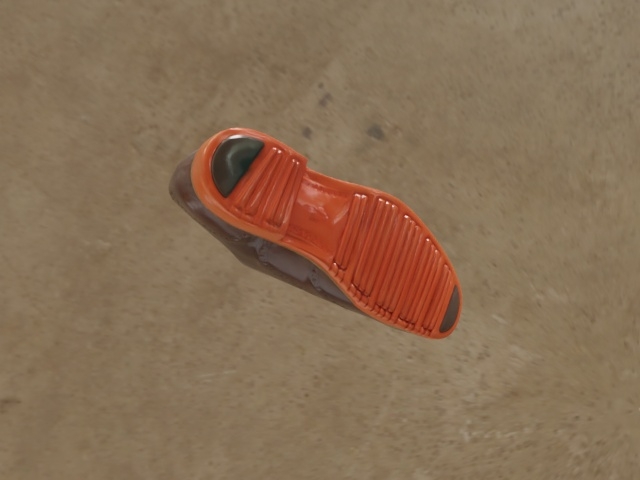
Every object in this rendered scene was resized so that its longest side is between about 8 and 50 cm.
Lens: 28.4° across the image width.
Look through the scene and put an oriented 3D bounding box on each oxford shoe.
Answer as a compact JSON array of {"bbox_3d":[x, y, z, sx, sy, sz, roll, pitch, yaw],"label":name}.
[{"bbox_3d":[0.000,0.000,1.037,0.271,0.098,0.096,34,63,-21],"label":"oxford shoe"}]
